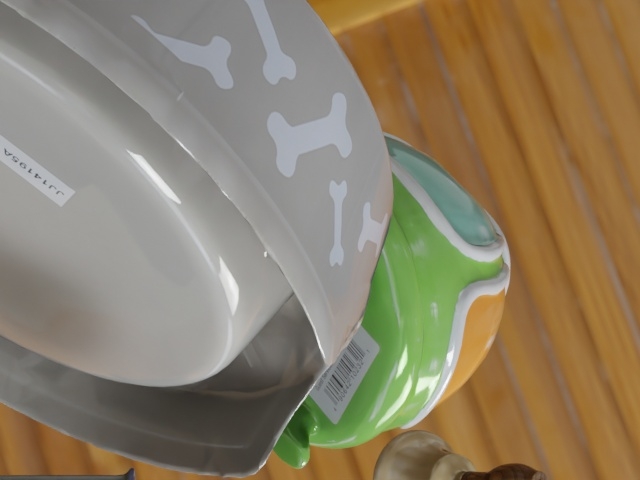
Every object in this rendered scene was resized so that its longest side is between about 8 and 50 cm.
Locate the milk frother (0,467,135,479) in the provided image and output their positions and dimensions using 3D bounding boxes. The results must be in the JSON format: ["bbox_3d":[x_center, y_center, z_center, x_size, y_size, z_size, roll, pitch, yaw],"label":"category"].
[{"bbox_3d":[-0.141,0.102,0.698,0.129,0.134,0.143,135,-44,-82],"label":"milk frother"}]

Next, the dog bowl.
[{"bbox_3d":[-0.125,-0.043,0.735,0.102,0.349,0.349,-59,143,-28],"label":"dog bowl"}]

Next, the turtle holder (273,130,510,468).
[{"bbox_3d":[0.003,0.019,1.386,0.320,0.227,0.243,18,-67,43],"label":"turtle holder"}]

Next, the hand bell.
[{"bbox_3d":[0.175,0.269,1.937,0.242,0.126,0.126,-15,-83,58],"label":"hand bell"}]
